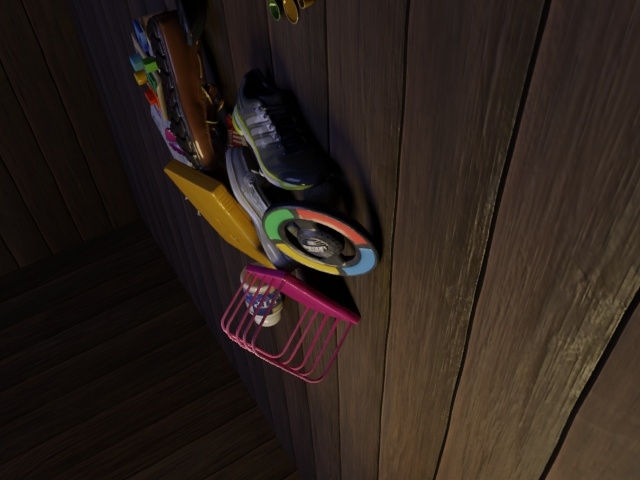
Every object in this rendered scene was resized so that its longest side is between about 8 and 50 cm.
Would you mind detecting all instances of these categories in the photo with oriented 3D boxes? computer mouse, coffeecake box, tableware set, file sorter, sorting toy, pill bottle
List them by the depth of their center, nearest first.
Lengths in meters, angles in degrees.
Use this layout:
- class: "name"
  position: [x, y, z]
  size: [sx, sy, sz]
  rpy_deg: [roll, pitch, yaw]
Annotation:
- class: "tableware set"
  position: [-0.056, -0.394, 1.035]
  size: [0.154, 0.024, 0.104]
  rpy_deg: [34, 145, 54]
- class: "computer mouse"
  position: [-0.284, -0.558, 1.372]
  size: [0.184, 0.060, 0.262]
  rpy_deg: [135, 120, -74]
- class: "file sorter"
  position: [-0.087, 0.188, 1.489]
  size: [0.202, 0.182, 0.290]
  rpy_deg: [32, 170, -19]
- class: "coffeecake box"
  position: [-0.426, -0.503, 1.754]
  size: [0.142, 0.068, 0.185]
  rpy_deg: [66, 166, 5]
- class: "sorting toy"
  position: [-0.480, -0.447, 1.797]
  size: [0.196, 0.047, 0.348]
  rpy_deg: [62, 166, 16]
- class: "pill bottle"
  position: [-0.163, 0.158, 1.871]
  size: [0.112, 0.112, 0.187]
  rpy_deg: [48, 156, 39]

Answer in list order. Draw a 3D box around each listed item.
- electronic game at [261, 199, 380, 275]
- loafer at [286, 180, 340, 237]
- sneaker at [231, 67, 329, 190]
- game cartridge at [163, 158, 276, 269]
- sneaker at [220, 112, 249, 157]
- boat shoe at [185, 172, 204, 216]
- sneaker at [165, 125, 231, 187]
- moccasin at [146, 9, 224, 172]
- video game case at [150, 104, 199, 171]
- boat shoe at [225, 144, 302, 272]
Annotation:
- class: "electronic game"
  position: [0.000, 0.000, 1.191]
  size: [0.229, 0.048, 0.229]
  rpy_deg: [18, 153, 10]
- class: "loafer"
  position: [-0.005, -0.044, 1.280]
  size: [0.087, 0.094, 0.251]
  rpy_deg: [30, 160, -8]
- class: "sneaker"
  position: [-0.082, -0.208, 1.221]
  size: [0.300, 0.111, 0.121]
  rpy_deg: [49, 152, 31]
- class: "game cartridge"
  position: [-0.248, -0.068, 1.693]
  size: [0.285, 0.053, 0.324]
  rpy_deg: [27, 159, 47]
- class: "sneaker"
  position: [-0.219, -0.244, 1.576]
  size: [0.042, 0.067, 0.118]
  rpy_deg: [22, 136, 64]
- class: "boat shoe"
  position: [-0.332, -0.150, 1.890]
  size: [0.105, 0.113, 0.306]
  rpy_deg: [15, 160, 2]
- class: "sneaker"
  position: [-0.279, -0.240, 1.697]
  size: [0.252, 0.111, 0.103]
  rpy_deg: [39, 156, 3]
- class: "moccasin"
  position: [-0.297, -0.349, 1.544]
  size: [0.139, 0.147, 0.380]
  rpy_deg: [12, 118, 61]
- class: "video game case"
  position: [-0.453, -0.356, 2.048]
  size: [0.269, 0.061, 0.244]
  rpy_deg: [61, 161, 9]
- class: "boat shoe"
  position: [-0.112, -0.083, 1.477]
  size: [0.320, 0.103, 0.118]
  rpy_deg: [64, -163, 12]
